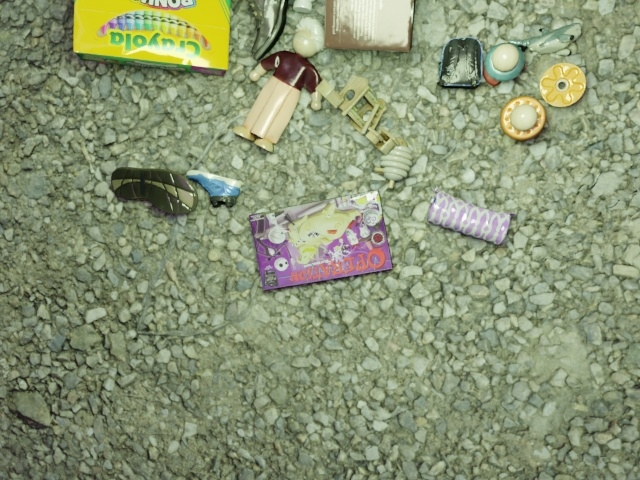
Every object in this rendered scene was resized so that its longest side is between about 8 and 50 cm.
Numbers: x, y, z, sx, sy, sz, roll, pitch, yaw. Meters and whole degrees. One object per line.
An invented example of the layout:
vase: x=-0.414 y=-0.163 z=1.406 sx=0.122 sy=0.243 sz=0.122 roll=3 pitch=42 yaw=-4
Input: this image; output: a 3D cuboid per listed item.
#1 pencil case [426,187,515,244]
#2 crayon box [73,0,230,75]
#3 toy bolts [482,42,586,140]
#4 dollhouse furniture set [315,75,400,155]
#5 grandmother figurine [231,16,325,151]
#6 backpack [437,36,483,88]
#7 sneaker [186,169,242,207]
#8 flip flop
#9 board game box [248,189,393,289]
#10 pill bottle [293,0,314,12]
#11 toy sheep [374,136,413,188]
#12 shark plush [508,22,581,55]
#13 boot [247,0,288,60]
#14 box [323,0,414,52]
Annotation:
pencil case: x=0.364 y=-0.059 z=1.371 sx=0.206 sy=0.086 sz=0.088 roll=21 pitch=73 yaw=6
crayon box: x=-0.408 y=-0.592 z=1.378 sx=0.363 sy=0.106 sz=0.312 roll=2 pitch=93 yaw=-16
toy bolts: x=0.483 y=-0.368 z=1.278 sx=0.218 sy=0.158 sz=0.228 roll=-34 pitch=87 yaw=18
dollhouse furniture set: x=0.110 y=-0.314 z=1.315 sx=0.101 sy=0.182 sz=0.161 roll=-47 pitch=57 yaw=9
grandmother figurine: x=-0.083 y=-0.398 z=1.412 sx=0.208 sy=0.104 sz=0.342 roll=27 pitch=100 yaw=-2
backpack: x=0.339 y=-0.427 z=1.346 sx=0.105 sy=0.084 sz=0.114 roll=4 pitch=98 yaw=11
sneaker: x=-0.292 y=-0.133 z=1.481 sx=0.152 sy=0.058 sz=0.084 roll=14 pitch=87 yaw=2
flip flop: x=-0.442 y=-0.142 z=1.502 sx=0.277 sy=0.080 sz=0.112 roll=11 pitch=100 yaw=23
board game box: x=0.000 y=0.000 z=1.451 sx=0.347 sy=0.056 sz=0.208 roll=-11 pitch=96 yaw=10
pill bottle: x=-0.039 y=-0.642 z=1.404 sx=0.065 sy=0.065 sz=0.116 roll=8 pitch=95 yaw=9
toy sheep: x=0.186 y=-0.194 z=1.388 sx=0.091 sy=0.091 sz=0.132 roll=11 pitch=91 yaw=8
shark plush: x=0.542 y=-0.483 z=1.342 sx=0.161 sy=0.073 sz=0.067 roll=-4 pitch=73 yaw=30
boot: x=-0.182 y=-0.603 z=1.354 sx=0.229 sy=0.091 sz=0.262 roll=26 pitch=106 yaw=-6
box: x=0.120 y=-0.539 z=1.315 sx=0.203 sy=0.167 sz=0.168 roll=6 pitch=112 yaw=8
